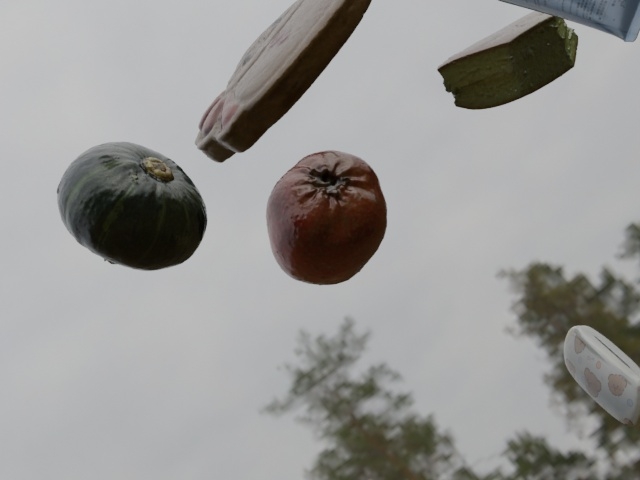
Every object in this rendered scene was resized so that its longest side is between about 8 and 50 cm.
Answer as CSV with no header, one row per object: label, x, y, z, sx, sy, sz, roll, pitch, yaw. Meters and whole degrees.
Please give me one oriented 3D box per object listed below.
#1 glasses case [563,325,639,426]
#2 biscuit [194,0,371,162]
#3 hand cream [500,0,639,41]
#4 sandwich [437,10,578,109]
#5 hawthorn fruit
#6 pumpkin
glasses case,0.331,0.155,1.596,0.041,0.164,0.063,-5,-63,-20
biscuit,-0.058,-0.264,2.019,0.359,0.074,0.381,-50,18,-6
hand cream,0.289,-0.299,1.647,0.058,0.271,0.091,23,-89,-41
sandwich,0.300,-0.276,2.051,0.258,0.096,0.094,-32,-68,-22
hawthorn fruit,0.000,0.000,1.791,0.165,0.165,0.285,-29,-18,-19
pumpkin,-0.206,-0.036,1.504,0.125,0.167,0.167,-43,-23,30
